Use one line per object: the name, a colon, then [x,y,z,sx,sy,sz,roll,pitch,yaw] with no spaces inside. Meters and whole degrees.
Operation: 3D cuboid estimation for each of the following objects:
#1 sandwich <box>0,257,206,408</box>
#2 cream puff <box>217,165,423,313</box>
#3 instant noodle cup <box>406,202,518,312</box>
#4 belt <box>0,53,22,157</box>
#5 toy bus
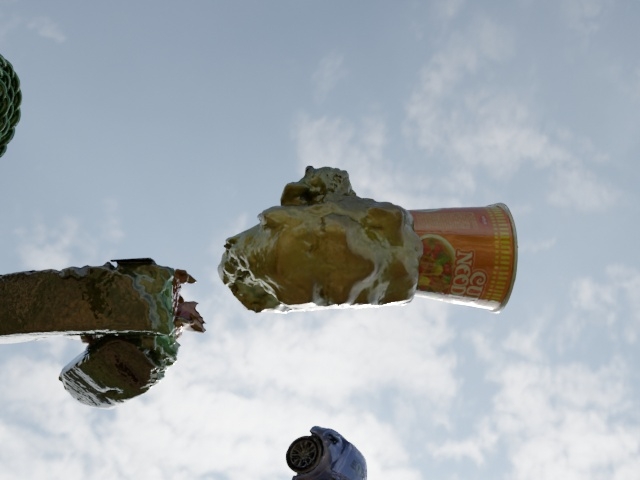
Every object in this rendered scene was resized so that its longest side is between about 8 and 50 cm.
sandwich: [-0.240,0.107,1.161,0.250,0.301,0.162,-3,-94,12]
cream puff: [-0.001,0.000,1.308,0.281,0.282,0.185,-1,-93,18]
instant noodle cup: [0.167,0.018,1.482,0.185,0.168,0.168,4,-61,-12]
belt: [-0.324,-0.101,0.863,0.079,0.121,0.151,22,-99,20]
toy bus: [0.004,0.385,1.288,0.133,0.292,0.125,5,-30,31]
